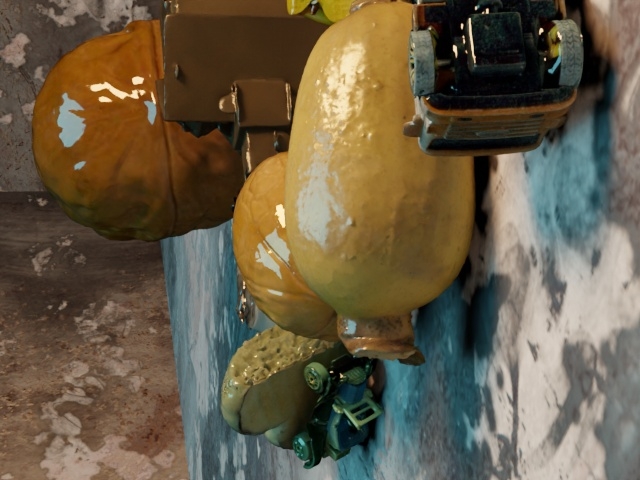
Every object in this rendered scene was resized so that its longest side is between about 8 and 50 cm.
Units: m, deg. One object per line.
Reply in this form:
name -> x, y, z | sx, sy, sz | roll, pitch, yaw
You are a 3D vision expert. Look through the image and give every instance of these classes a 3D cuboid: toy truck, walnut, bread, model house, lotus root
toy truck -> 0.099, -0.177, 0.698 | 0.140, 0.108, 0.256 | 90, 177, -72
walnut -> -0.234, -0.157, 1.502 | 0.398, 0.354, 0.308 | 162, 91, -75
bread -> -0.024, 0.140, 1.119 | 0.064, 0.232, 0.172 | 36, 90, 29
walnut -> 0.000, 0.000, 0.969 | 0.197, 0.165, 0.165 | -112, 25, -62
model house -> -0.077, -0.165, 1.176 | 0.204, 0.211, 0.243 | 116, 150, -64
toy truck -> 0.027, 0.184, 1.093 | 0.078, 0.080, 0.154 | 43, 139, 33
lotus root -> 0.048, -0.055, 0.817 | 0.131, 0.146, 0.303 | 18, -107, -69

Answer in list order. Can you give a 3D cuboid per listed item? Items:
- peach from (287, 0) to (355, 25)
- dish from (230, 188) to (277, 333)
peach -> 0.020, -0.271, 0.975 | 0.151, 0.118, 0.151 | 19, 121, 34
dish -> -0.046, 0.021, 1.281 | 0.316, 0.106, 0.316 | 178, 90, -76
